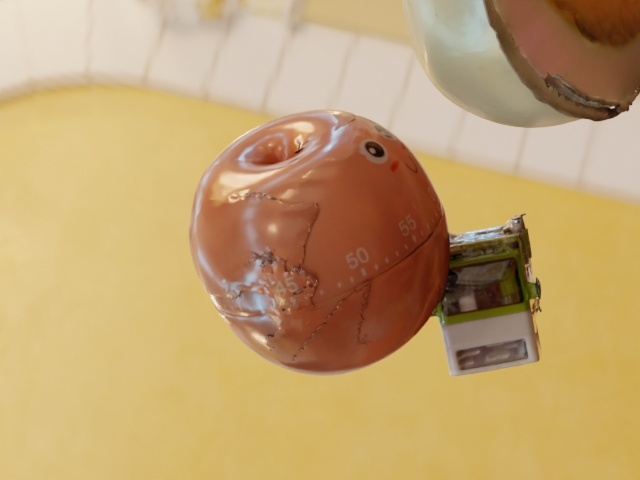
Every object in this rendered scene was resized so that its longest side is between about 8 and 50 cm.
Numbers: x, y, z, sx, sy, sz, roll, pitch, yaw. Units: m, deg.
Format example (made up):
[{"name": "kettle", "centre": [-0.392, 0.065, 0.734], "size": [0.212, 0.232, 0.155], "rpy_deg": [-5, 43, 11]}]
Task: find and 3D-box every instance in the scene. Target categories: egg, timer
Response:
[{"name": "egg", "centre": [0.151, -0.228, 1.589], "size": [0.264, 0.174, 0.286], "rpy_deg": [-23, -82, -49]}, {"name": "timer", "centre": [0.000, 0.000, 1.693], "size": [0.215, 0.229, 0.230], "rpy_deg": [61, -149, -23]}]

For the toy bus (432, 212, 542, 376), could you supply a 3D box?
[{"name": "toy bus", "centre": [0.171, 0.050, 1.904], "size": [0.301, 0.113, 0.139], "rpy_deg": [-15, -85, -82]}]
